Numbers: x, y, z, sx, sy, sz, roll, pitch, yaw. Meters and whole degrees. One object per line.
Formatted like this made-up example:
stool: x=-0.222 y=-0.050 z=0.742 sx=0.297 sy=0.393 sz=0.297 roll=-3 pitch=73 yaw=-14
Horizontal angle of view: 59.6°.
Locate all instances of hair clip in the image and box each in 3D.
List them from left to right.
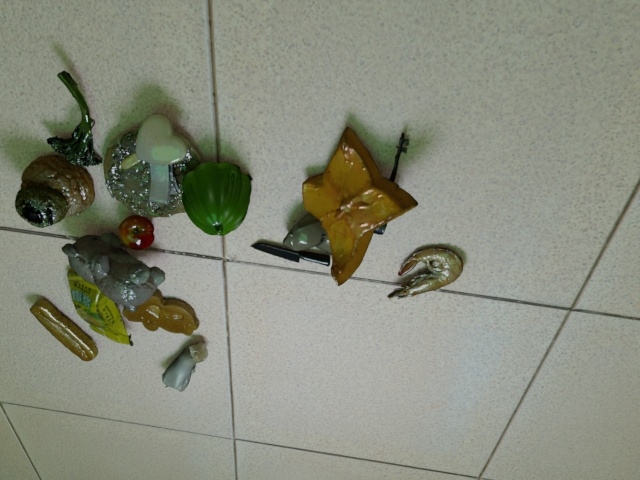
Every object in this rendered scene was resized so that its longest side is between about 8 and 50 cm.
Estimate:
hair clip: x=-0.394 y=-0.196 z=1.330 sx=0.159 sy=0.071 sz=0.218 roll=4 pitch=120 yaw=-3

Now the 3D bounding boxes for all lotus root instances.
lotus root: x=-0.251 y=-0.077 z=1.369 sx=0.186 sy=0.186 sz=0.186 roll=5 pitch=131 yaw=6

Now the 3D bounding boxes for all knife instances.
knife: x=-0.085 y=0.041 z=1.563 sx=0.231 sy=0.028 sz=0.060 roll=13 pitch=147 yaw=2

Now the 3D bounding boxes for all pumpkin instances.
pumpkin: x=0.064 y=-0.080 z=1.335 sx=0.258 sy=0.095 sz=0.290 roll=50 pitch=122 yaw=11

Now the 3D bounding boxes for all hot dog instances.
hot dog: x=-0.863 y=0.303 z=1.892 sx=0.088 sy=0.061 sz=0.285 roll=-17 pitch=124 yaw=18

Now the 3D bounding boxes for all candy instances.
candy: x=-0.703 y=0.221 z=1.775 sx=0.187 sy=0.081 sz=0.297 roll=15 pitch=132 yaw=21

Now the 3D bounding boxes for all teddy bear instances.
teddy bear: x=-0.579 y=0.077 z=1.569 sx=0.267 sy=0.236 sz=0.151 roll=37 pitch=88 yaw=17

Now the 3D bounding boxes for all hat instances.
hat: x=0.000 y=0.000 z=1.471 sx=0.175 sy=0.085 sz=0.147 roll=30 pitch=128 yaw=-15

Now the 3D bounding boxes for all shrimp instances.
shrimp: x=0.274 y=0.093 z=1.525 sx=0.236 sy=0.053 sz=0.133 roll=-29 pitch=122 yaw=25

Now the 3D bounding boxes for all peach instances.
peach: x=-0.505 y=-0.022 z=1.537 sx=0.101 sy=0.100 sz=0.100 roll=5 pitch=131 yaw=6

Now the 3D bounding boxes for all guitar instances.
guitar: x=0.171 y=-0.134 z=1.345 sx=0.038 sy=0.083 sz=0.271 roll=12 pitch=125 yaw=-5

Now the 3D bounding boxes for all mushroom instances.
mushroom: x=-0.463 y=0.429 z=1.912 sx=0.099 sy=0.096 sz=0.278 roll=29 pitch=125 yaw=-16

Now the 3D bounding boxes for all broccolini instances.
broccolini: x=-0.610 y=-0.291 z=1.344 sx=0.123 sy=0.062 sz=0.271 roll=-1 pitch=137 yaw=-9

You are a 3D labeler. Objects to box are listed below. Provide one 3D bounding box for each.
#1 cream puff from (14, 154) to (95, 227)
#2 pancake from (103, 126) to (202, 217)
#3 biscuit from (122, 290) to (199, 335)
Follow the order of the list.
cream puff: x=-0.699 y=-0.109 z=1.443 sx=0.184 sy=0.169 sz=0.183 roll=5 pitch=129 yaw=6
pancake: x=-0.422 y=-0.171 z=1.418 sx=0.283 sy=0.049 sz=0.282 roll=3 pitch=127 yaw=4
biscuit: x=-0.509 y=0.232 z=1.788 sx=0.249 sy=0.035 sz=0.184 roll=15 pitch=132 yaw=-4
